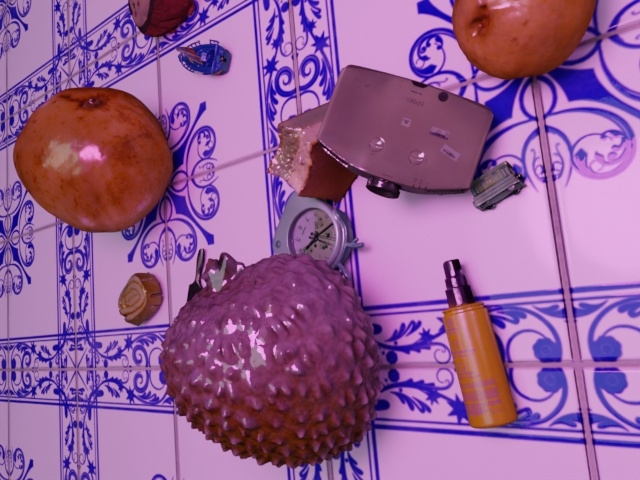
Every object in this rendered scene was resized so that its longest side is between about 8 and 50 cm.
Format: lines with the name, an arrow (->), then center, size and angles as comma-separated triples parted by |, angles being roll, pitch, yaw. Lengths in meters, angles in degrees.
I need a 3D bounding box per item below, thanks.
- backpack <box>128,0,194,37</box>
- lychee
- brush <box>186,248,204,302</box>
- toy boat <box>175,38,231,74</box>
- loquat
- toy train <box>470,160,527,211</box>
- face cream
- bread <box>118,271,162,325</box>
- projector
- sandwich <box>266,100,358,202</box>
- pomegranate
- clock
backpack -> -0.445, -0.687, 1.421 | 0.229, 0.138, 0.230 | 12, 105, 52
lychee -> -0.080, 0.212, 0.937 | 0.380, 0.380, 0.433 | -26, 99, 33
brush -> -0.320, 0.114, 1.339 | 0.062, 0.016, 0.194 | 13, 95, 36
toy boat -> -0.322, -0.474, 1.324 | 0.174, 0.110, 0.091 | 18, 97, 38
loquat -> 0.305, -0.350, 0.785 | 0.207, 0.208, 0.208 | -3, 85, 37
toy train -> 0.296, -0.092, 0.879 | 0.093, 0.038, 0.057 | -35, 61, 30
face cream -> 0.252, 0.166, 0.866 | 0.078, 0.078, 0.274 | -21, 74, 34
bread -> -0.504, 0.163, 1.445 | 0.156, 0.064, 0.118 | -42, 60, 28
projector -> 0.137, -0.171, 0.889 | 0.269, 0.088, 0.194 | 19, 85, 6
sandwich -> 0.012, -0.195, 1.008 | 0.108, 0.186, 0.220 | 40, 109, 29
pomegranate -> -0.572, -0.187, 1.358 | 0.409, 0.410, 0.411 | -3, 85, 37
clock -> 0.000, 0.000, 1.076 | 0.210, 0.066, 0.160 | 34, 107, 33
